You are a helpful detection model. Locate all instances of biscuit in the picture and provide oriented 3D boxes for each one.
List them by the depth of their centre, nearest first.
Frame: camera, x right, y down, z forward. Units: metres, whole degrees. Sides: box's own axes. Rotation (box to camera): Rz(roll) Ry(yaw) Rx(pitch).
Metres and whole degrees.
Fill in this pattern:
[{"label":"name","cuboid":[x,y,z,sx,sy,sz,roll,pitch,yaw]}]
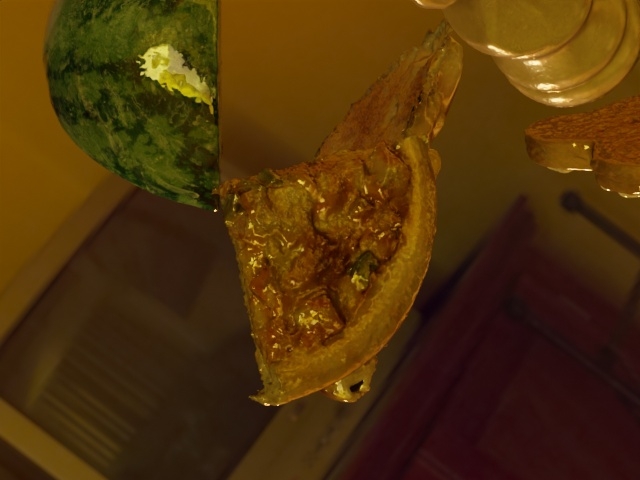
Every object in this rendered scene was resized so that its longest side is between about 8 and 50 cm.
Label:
[{"label":"biscuit","cuboid":[0.268,-0.084,1.028,0.240,0.035,0.158,-19,26,-17]}]

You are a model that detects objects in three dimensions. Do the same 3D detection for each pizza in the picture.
[{"label":"pizza","cuboid":[0.000,0.000,1.269,0.292,0.197,0.058,-56,6,-24]},{"label":"pizza","cuboid":[0.033,-0.021,1.748,0.435,0.080,0.392,-69,16,-12]}]

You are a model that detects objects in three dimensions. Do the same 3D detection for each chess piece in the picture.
[{"label":"chess piece","cuboid":[0.105,-0.144,0.823,0.090,0.090,0.200,-53,-32,7]}]

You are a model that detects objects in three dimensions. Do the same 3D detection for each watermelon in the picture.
[{"label":"watermelon","cuboid":[-0.185,-0.190,1.526,0.176,0.260,0.256,-37,-36,-78]}]
